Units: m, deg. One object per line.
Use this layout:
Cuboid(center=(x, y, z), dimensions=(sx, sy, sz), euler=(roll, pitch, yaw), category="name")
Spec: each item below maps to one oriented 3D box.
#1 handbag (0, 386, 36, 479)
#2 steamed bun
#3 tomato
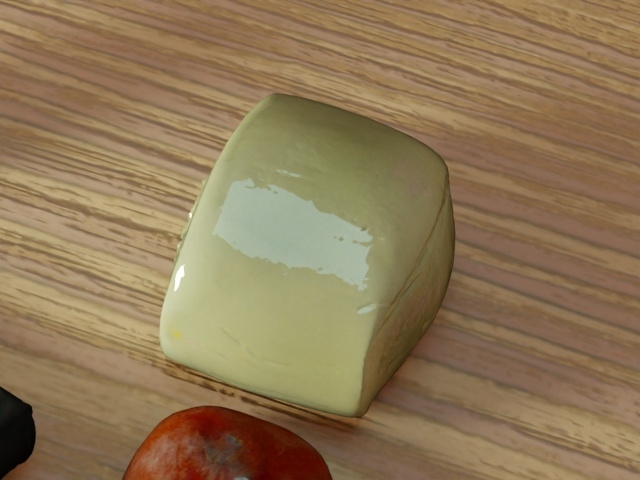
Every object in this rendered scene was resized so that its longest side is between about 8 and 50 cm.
Cuboid(center=(-0.359, 0.122, 1.230), dimensions=(0.275, 0.088, 0.244), euler=(30, 38, 18), category="handbag")
Cuboid(center=(0.000, 0.000, 1.355), dimensions=(0.200, 0.155, 0.250), euler=(19, 53, 7), category="steamed bun")
Cuboid(center=(-0.065, 0.173, 1.255), dimensions=(0.155, 0.069, 0.155), euler=(4, 50, -5), category="tomato")
